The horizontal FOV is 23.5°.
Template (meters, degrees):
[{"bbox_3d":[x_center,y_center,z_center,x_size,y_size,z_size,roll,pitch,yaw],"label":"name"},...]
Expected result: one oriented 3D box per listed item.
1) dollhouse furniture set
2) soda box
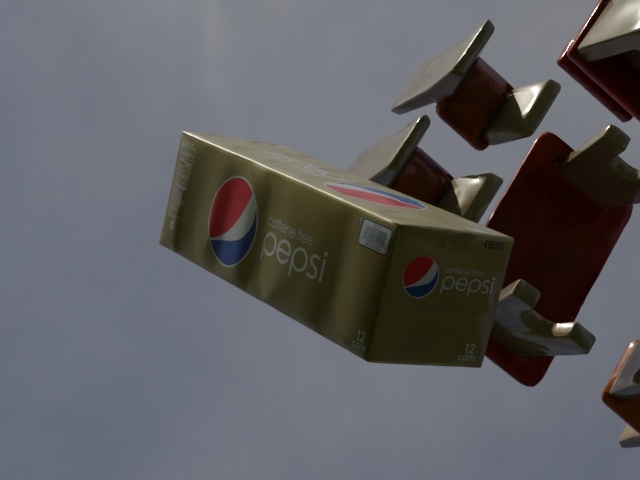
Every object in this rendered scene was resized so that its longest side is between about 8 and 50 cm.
[{"bbox_3d":[0.164,-0.032,0.979,0.262,0.259,0.135,39,-23,-13],"label":"dollhouse furniture set"},{"bbox_3d":[0.000,0.000,0.677,0.181,0.061,0.058,27,-74,53],"label":"soda box"}]
